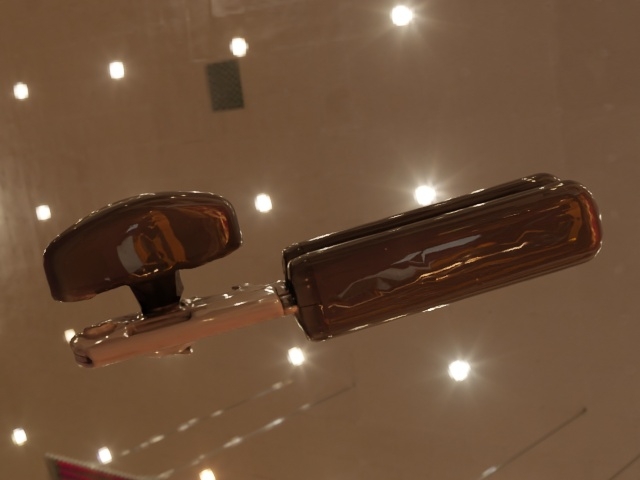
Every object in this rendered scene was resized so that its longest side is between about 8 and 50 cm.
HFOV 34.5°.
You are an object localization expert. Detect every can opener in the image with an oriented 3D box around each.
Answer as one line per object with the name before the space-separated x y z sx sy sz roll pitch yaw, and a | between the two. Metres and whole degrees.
can opener | 0.000 0.000 0.538 0.076 0.284 0.095 -129 -157 -78
